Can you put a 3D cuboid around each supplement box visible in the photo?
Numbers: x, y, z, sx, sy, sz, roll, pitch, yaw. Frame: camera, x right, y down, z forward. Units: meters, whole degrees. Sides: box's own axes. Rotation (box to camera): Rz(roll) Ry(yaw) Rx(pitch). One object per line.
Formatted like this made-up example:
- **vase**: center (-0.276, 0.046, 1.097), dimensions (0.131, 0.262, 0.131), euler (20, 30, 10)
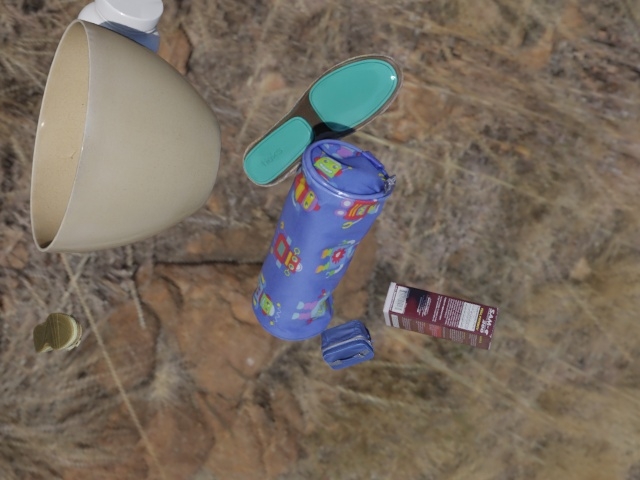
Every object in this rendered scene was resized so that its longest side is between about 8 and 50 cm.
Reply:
- **supplement box**: center (0.264, 0.167, 2.256), dimensions (0.130, 0.239, 0.073), euler (72, 34, -70)

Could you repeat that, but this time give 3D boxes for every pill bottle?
- **pill bottle**: center (-0.303, -0.264, 1.475), dimensions (0.121, 0.121, 0.216), euler (-18, 151, -42)

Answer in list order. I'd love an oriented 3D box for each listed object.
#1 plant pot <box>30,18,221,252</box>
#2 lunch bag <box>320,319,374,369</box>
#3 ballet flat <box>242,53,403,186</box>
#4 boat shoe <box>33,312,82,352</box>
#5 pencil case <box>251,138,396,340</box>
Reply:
- **plant pot**: center (-0.235, -0.114, 1.284), dimensions (0.191, 0.284, 0.284), euler (9, 106, -26)
- **lunch bag**: center (0.053, 0.196, 1.895), dimensions (0.098, 0.065, 0.067), euler (-21, 142, 18)
- **ballet flat**: center (0.007, -0.199, 1.640), dimensions (0.316, 0.107, 0.106), euler (-31, -179, 24)
- **boat shoe**: center (-0.380, 0.138, 1.519), dimensions (0.048, 0.153, 0.056), euler (-3, 76, -34)
- **pencil case**: center (0.000, 0.000, 1.388), dimensions (0.133, 0.119, 0.306), euler (-18, 146, -37)
